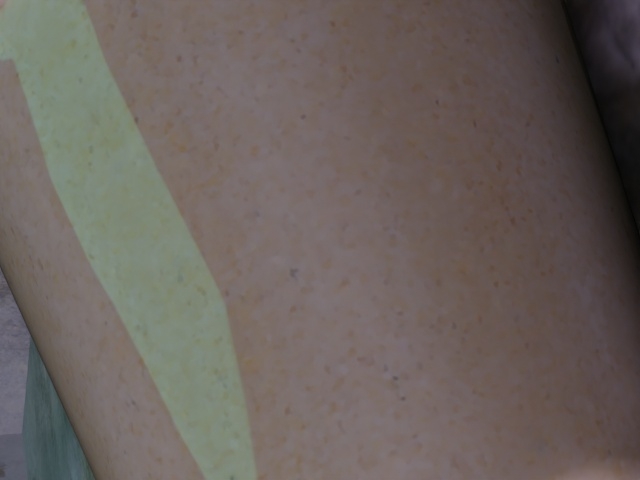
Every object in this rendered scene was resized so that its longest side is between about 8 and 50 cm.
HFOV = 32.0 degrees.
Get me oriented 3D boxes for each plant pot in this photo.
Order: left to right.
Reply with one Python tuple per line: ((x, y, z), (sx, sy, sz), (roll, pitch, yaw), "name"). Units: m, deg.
((0.000, 0.000, 0.482), (0.305, 0.333, 0.334), (69, 153, 18), "plant pot")
